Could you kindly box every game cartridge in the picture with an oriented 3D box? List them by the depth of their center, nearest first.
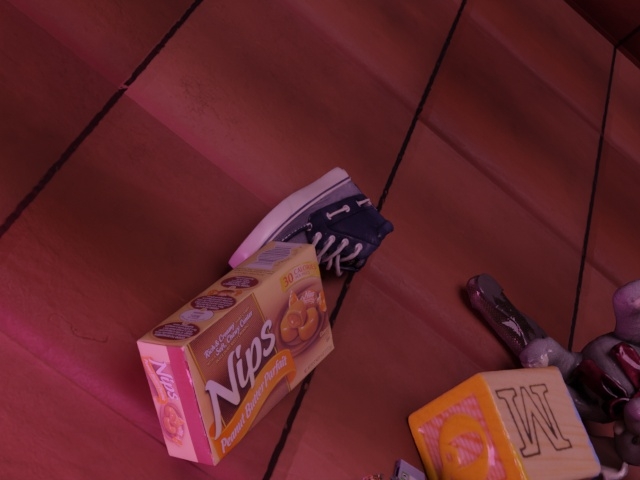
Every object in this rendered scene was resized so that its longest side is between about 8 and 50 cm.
[{"bbox_3d":[0.137,0.388,1.516,0.056,0.017,0.083,37,43,-19],"label":"game cartridge"}]

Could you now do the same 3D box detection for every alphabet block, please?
[{"bbox_3d":[0.294,0.328,1.566,0.197,0.192,0.193,3,57,-41],"label":"alphabet block"}]

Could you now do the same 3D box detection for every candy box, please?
[{"bbox_3d":[-0.107,0.147,1.371,0.316,0.087,0.183,-38,123,-48],"label":"candy box"}]

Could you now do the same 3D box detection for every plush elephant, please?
[{"bbox_3d":[0.555,0.292,1.747,0.330,0.272,0.255,57,8,-38],"label":"plush elephant"}]

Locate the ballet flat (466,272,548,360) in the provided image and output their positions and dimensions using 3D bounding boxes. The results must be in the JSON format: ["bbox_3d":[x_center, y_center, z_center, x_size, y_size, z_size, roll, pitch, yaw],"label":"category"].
[{"bbox_3d":[0.362,0.167,1.854,0.250,0.058,0.084,48,44,-8],"label":"ballet flat"}]

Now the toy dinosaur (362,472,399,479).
[{"bbox_3d":[0.144,0.488,1.375,0.218,0.164,0.322,3,69,-24],"label":"toy dinosaur"}]

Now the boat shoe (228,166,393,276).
[{"bbox_3d":[0.000,0.000,1.603,0.158,0.127,0.340,44,40,6],"label":"boat shoe"}]
